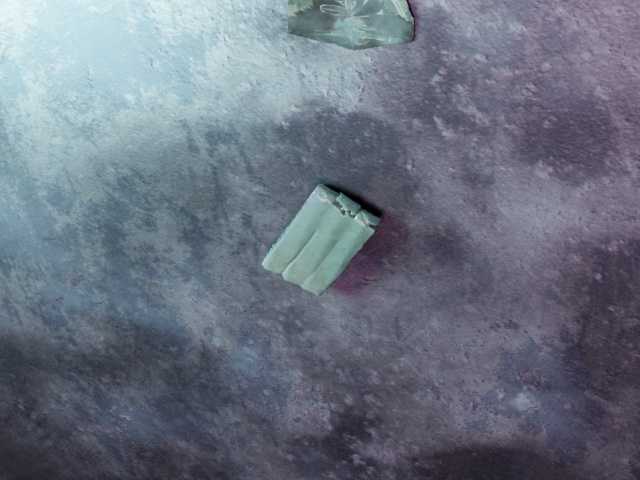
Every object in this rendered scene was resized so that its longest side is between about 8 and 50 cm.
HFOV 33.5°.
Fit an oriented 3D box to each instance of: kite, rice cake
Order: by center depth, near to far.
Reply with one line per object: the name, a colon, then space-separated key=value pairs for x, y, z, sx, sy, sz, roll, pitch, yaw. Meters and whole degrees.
kite: x=0.034 y=-0.362 z=1.281 sx=0.169 sy=0.015 sz=0.309 roll=11 pitch=136 yaw=14
rice cake: x=0.000 y=0.000 z=1.630 sx=0.124 sy=0.038 sz=0.211 roll=29 pitch=137 yaw=-2
